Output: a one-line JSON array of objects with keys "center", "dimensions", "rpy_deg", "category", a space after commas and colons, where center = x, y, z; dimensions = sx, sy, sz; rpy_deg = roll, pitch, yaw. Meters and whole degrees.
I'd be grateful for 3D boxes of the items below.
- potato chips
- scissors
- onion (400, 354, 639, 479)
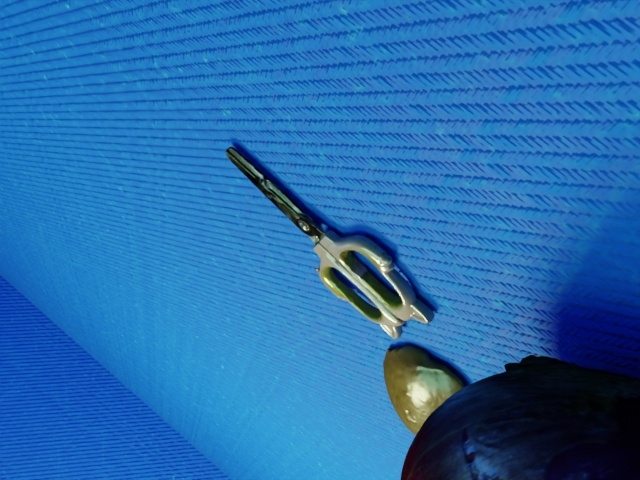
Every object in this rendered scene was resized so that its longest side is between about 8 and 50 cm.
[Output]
[{"center": [0.146, 0.225, 0.905], "dimensions": [0.150, 0.049, 0.202], "rpy_deg": [19, 139, 28], "category": "potato chips"}, {"center": [0.000, 0.000, 0.802], "dimensions": [0.317, 0.024, 0.160], "rpy_deg": [43, 152, -1], "category": "scissors"}, {"center": [0.261, 0.226, 0.542], "dimensions": [0.347, 0.348, 0.385], "rpy_deg": [40, 117, 5], "category": "onion"}]
